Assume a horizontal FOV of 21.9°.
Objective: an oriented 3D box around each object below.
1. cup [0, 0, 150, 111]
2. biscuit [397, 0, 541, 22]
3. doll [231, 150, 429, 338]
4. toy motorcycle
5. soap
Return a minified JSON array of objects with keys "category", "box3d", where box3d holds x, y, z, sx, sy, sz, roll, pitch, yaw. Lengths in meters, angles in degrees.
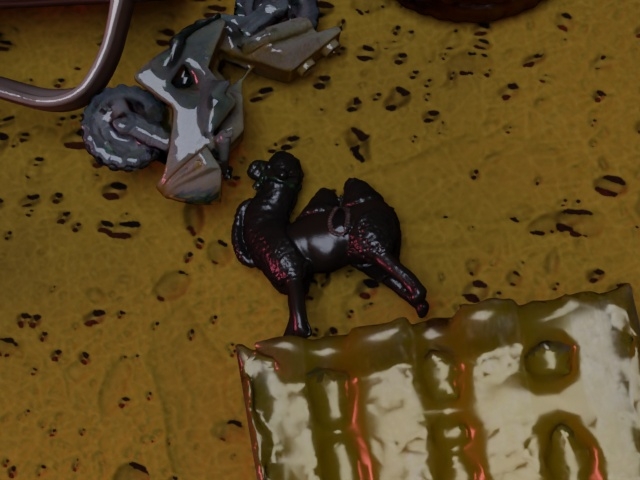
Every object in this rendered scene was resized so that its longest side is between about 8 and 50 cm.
[{"category":"cup","box3d":[-0.247,-0.266,1.317,0.273,0.208,0.288,1,60,7]},{"category":"biscuit","box3d":[0.124,-0.287,1.347,0.220,0.066,0.221,-2,78,9]},{"category":"doll","box3d":[0.000,0.000,1.310,0.139,0.057,0.165,-19,71,7]},{"category":"toy motorcycle","box3d":[-0.077,-0.115,1.331,0.229,0.094,0.130,-39,78,-15]},{"category":"soap","box3d":[0.112,0.214,1.193,0.293,0.156,0.335,-13,76,3]}]
